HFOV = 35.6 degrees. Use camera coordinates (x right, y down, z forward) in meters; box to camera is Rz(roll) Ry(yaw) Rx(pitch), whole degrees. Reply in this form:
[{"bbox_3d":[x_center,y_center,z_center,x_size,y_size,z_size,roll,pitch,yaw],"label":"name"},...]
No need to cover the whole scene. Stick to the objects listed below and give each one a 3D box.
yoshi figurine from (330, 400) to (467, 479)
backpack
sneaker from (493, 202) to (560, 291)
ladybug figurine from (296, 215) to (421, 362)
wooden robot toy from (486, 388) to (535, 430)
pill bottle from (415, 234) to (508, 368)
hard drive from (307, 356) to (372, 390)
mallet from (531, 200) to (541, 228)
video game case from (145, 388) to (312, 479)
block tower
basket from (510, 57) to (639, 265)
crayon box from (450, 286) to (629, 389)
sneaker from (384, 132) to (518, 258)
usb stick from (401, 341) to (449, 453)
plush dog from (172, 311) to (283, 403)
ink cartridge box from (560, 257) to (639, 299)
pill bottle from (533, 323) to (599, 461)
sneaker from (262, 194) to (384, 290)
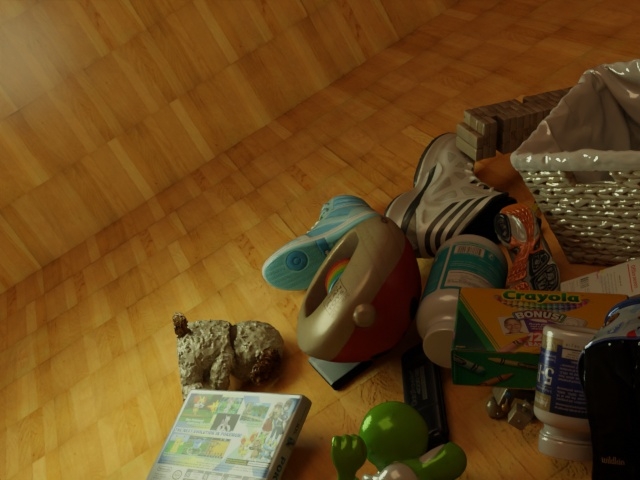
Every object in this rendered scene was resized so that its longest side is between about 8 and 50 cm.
[{"bbox_3d":[0.044,0.377,1.556,0.362,0.203,0.203,-28,18,0],"label":"yoshi figurine"},{"bbox_3d":[0.476,0.196,1.309,0.276,0.263,0.213,-9,32,41],"label":"backpack"},{"bbox_3d":[0.406,0.057,1.867,0.099,0.121,0.262,-22,50,22],"label":"sneaker"},{"bbox_3d":[0.084,0.108,1.935,0.305,0.162,0.449,-55,7,10],"label":"ladybug figurine"},{"bbox_3d":[0.309,0.268,1.633,0.079,0.076,0.173,-61,16,21],"label":"wooden robot toy"},{"bbox_3d":[0.260,0.116,1.848,0.146,0.146,0.264,-16,28,30],"label":"pill bottle"},{"bbox_3d":[0.039,0.244,2.007,0.094,0.022,0.135,-35,25,-9],"label":"hard drive"},{"bbox_3d":[0.447,-0.073,2.113,0.062,0.039,0.189,9,35,17],"label":"mallet"},{"bbox_3d":[-0.193,0.416,1.846,0.329,0.036,0.300,-6,50,44],"label":"video game case"},{"bbox_3d":[0.478,-0.268,2.250,0.335,0.091,0.097,-15,34,-18],"label":"block tower"},{"bbox_3d":[0.597,-0.147,1.818,0.331,0.266,0.328,-45,28,-27],"label":"basket"},{"bbox_3d":[0.358,0.160,1.614,0.278,0.081,0.165,2,34,12],"label":"crayon box"},{"bbox_3d":[0.331,-0.091,2.209,0.257,0.169,0.447,5,36,27],"label":"sneaker"},{"bbox_3d":[0.182,0.275,1.760,0.077,0.045,0.278,-31,24,17],"label":"usb stick"},{"bbox_3d":[-0.190,0.231,2.130,0.225,0.210,0.262,-7,24,-4],"label":"plush dog"},{"bbox_3d":[0.508,0.096,1.705,0.181,0.061,0.104,-20,27,23],"label":"ink cartridge box"},{"bbox_3d":[0.372,0.222,1.462,0.112,0.186,0.112,6,2,0],"label":"pill bottle"},{"bbox_3d":[0.000,0.000,2.398,0.319,0.127,0.208,-22,26,-3],"label":"sneaker"}]
